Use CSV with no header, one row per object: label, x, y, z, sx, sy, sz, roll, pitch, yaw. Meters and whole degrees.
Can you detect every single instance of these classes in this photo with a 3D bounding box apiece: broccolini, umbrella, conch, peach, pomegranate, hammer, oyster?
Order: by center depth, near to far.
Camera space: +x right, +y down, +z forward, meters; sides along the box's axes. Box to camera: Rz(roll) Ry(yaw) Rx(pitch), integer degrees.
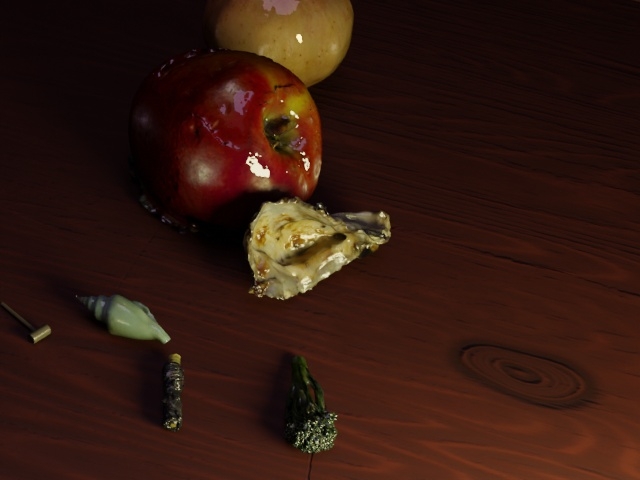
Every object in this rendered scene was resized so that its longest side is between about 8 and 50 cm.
umbrella,-0.237,0.240,1.617,0.037,0.040,0.144,-4,43,-4
broccolini,-0.028,0.255,1.631,0.091,0.068,0.203,-16,45,-2
hammer,-0.501,0.134,1.690,0.110,0.019,0.035,31,45,27
conch,-0.332,0.131,1.706,0.180,0.088,0.065,25,87,5
oyster,0.001,-0.008,1.833,0.337,0.198,0.133,-7,39,-32
peach,-0.191,-0.197,1.946,0.339,0.353,0.416,-19,8,-38
pomegranate,-0.095,-0.500,2.245,0.338,0.338,0.338,7,42,-6
